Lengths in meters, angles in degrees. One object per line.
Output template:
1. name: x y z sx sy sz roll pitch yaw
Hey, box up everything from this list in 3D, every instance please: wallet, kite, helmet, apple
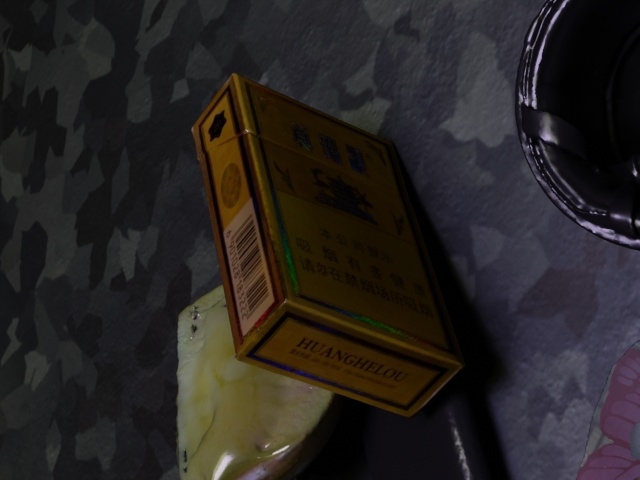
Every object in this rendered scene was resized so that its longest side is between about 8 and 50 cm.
1. wallet: 0.097 0.195 1.382 0.149 0.044 0.250 -43 51 41
2. kite: 0.232 0.250 1.187 0.204 0.022 0.360 31 95 51
3. helmet: 0.290 -0.098 1.141 0.279 0.160 0.230 33 107 33
4. apple: -0.039 0.139 1.485 0.193 0.120 0.265 -26 41 17

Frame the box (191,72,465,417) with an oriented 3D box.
1. box: 0.000 0.000 1.381 0.084 0.193 0.301 -48 36 29

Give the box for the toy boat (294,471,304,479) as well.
1. toy boat: -0.038 0.237 1.545 0.063 0.016 0.115 4 83 50
